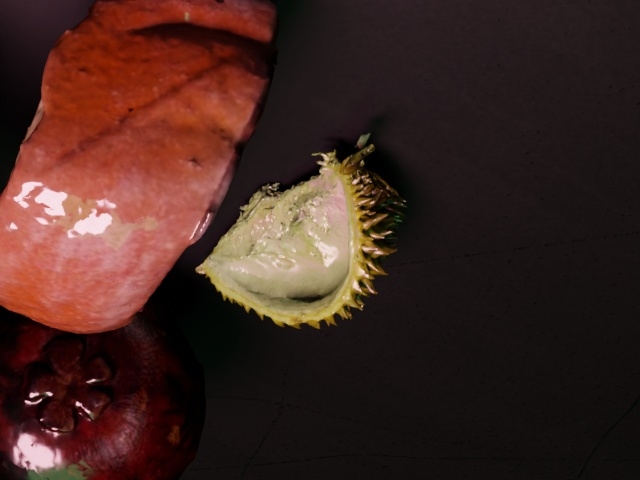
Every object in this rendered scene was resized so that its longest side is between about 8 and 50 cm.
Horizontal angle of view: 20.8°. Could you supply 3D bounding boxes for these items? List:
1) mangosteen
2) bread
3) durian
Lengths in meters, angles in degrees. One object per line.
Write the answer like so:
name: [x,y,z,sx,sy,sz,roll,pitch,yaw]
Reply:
mangosteen: [-0.180,0.115,1.254,0.210,0.210,0.210,2,146,1]
bread: [-0.126,-0.033,1.046,0.123,0.190,0.244,24,146,-7]
durian: [0.000,0.000,1.176,0.100,0.086,0.215,35,138,-19]
